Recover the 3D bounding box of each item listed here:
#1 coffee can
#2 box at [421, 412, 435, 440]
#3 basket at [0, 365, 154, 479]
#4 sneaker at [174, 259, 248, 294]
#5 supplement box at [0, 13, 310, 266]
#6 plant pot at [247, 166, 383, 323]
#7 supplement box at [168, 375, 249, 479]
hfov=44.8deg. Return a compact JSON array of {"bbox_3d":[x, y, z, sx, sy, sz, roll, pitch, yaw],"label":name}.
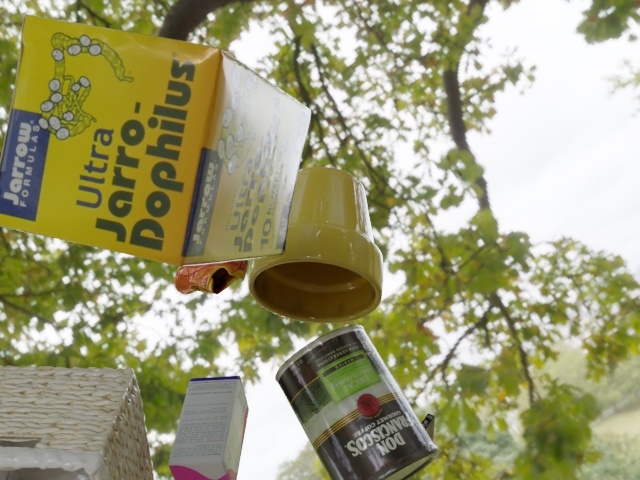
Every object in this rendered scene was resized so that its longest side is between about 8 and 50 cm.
[{"bbox_3d":[0.065,0.327,1.451,0.201,0.275,0.202,-27,-24,-13],"label":"coffee can"},{"bbox_3d":[0.235,0.443,1.760,0.067,0.018,0.083,-42,-39,-42],"label":"box"},{"bbox_3d":[-0.489,0.430,1.409,0.328,0.332,0.266,0,28,5],"label":"basket"},{"bbox_3d":[-0.187,0.060,1.270,0.064,0.068,0.175,29,-37,-32],"label":"sneaker"},{"bbox_3d":[-0.153,-0.091,0.838,0.356,0.195,0.194,-5,-73,-78],"label":"supplement box"},{"bbox_3d":[0.000,0.000,1.492,0.253,0.239,0.254,5,-32,3],"label":"plant pot"},{"bbox_3d":[-0.218,0.390,1.554,0.113,0.220,0.111,-5,-55,6],"label":"supplement box"}]
